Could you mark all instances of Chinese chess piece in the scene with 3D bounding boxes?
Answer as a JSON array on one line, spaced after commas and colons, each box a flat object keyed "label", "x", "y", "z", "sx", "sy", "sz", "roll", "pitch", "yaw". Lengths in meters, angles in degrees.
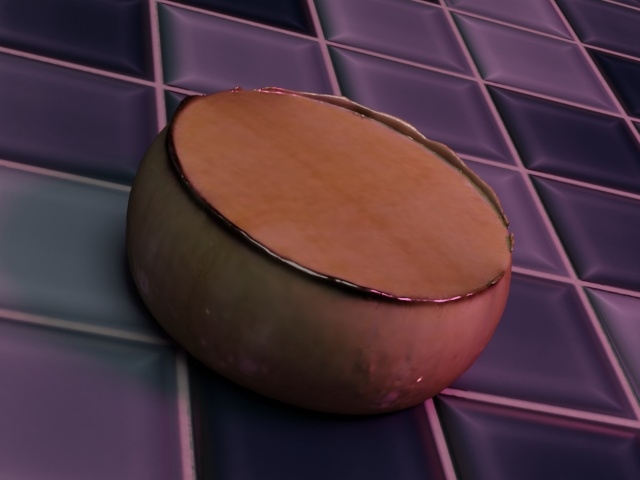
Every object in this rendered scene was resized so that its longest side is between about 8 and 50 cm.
[{"label": "Chinese chess piece", "x": 0.000, "y": 0.000, "z": 0.888, "sx": 0.257, "sy": 0.104, "sz": 0.257, "roll": 16, "pitch": 32, "yaw": -10}]
